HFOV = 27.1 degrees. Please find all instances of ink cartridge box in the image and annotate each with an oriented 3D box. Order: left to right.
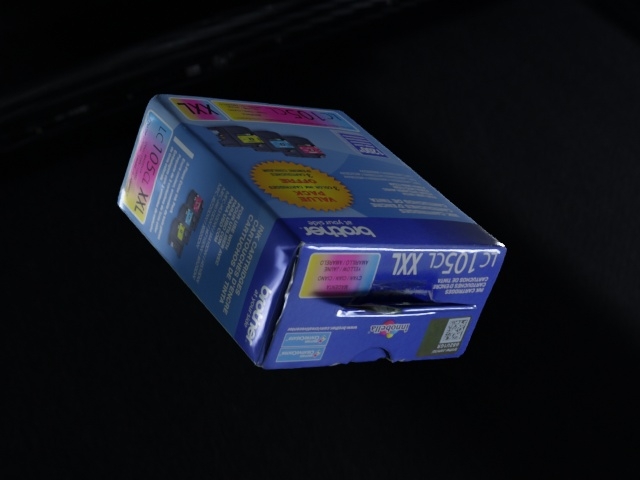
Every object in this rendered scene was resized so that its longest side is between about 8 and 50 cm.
[{"bbox_3d":[0.000,0.000,1.399,0.270,0.151,0.395,0,-149,-36],"label":"ink cartridge box"}]
